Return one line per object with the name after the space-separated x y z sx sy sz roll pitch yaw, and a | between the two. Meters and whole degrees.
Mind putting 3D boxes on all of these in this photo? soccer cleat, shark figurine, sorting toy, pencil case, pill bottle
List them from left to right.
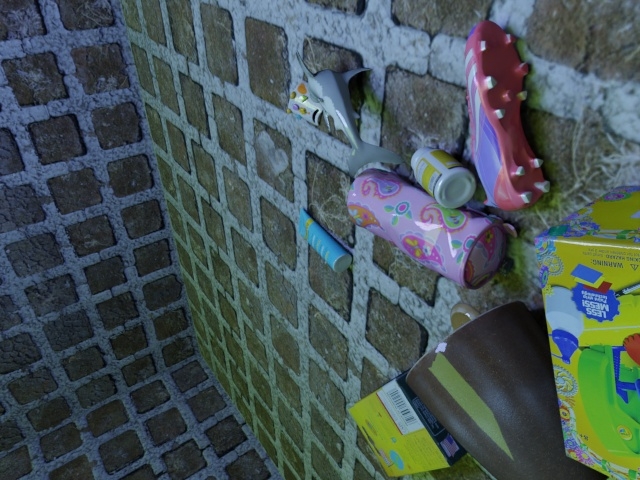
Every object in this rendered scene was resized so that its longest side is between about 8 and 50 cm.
-0.028 -0.285 1.001 0.075 0.045 0.083 36 144 12 | sorting toy
0.049 -0.252 0.817 0.278 0.116 0.166 65 -178 39 | shark figurine
0.171 -0.028 0.771 0.284 0.124 0.124 33 137 44 | pencil case
0.184 -0.102 0.716 0.116 0.065 0.065 -114 18 -55 | pill bottle
0.227 -0.156 0.618 0.095 0.083 0.247 3 115 64 | soccer cleat

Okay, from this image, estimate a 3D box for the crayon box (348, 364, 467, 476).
0.194 0.435 1.099 0.202 0.081 0.318 57 149 17 | crayon box

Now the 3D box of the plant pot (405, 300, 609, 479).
0.274 0.241 0.651 0.230 0.216 0.215 57 151 33 | plant pot

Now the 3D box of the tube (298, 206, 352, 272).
0.000 0.000 1.150 0.207 0.052 0.080 45 134 44 | tube

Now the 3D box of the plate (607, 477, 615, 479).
0.423 0.339 0.682 0.278 0.045 0.277 50 147 28 | plate

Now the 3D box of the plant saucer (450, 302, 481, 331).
0.264 0.154 0.843 0.083 0.015 0.083 38 141 40 | plant saucer

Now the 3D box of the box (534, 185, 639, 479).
0.395 0.106 0.424 0.290 0.177 0.279 9 119 57 | box
